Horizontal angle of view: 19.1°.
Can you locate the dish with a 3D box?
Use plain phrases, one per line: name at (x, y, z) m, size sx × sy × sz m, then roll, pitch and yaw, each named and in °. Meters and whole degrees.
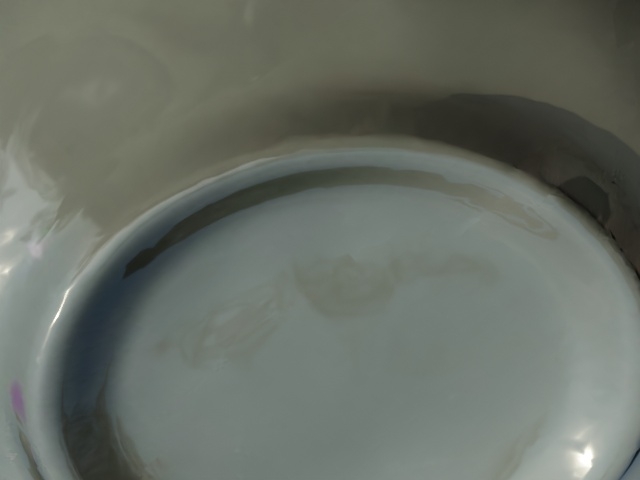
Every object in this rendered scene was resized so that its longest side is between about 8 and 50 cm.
dish at (0.000, 0.000, 0.429) m, size 0.256 × 0.256 × 0.117 m, roll 15°, pitch -149°, yaw -16°
